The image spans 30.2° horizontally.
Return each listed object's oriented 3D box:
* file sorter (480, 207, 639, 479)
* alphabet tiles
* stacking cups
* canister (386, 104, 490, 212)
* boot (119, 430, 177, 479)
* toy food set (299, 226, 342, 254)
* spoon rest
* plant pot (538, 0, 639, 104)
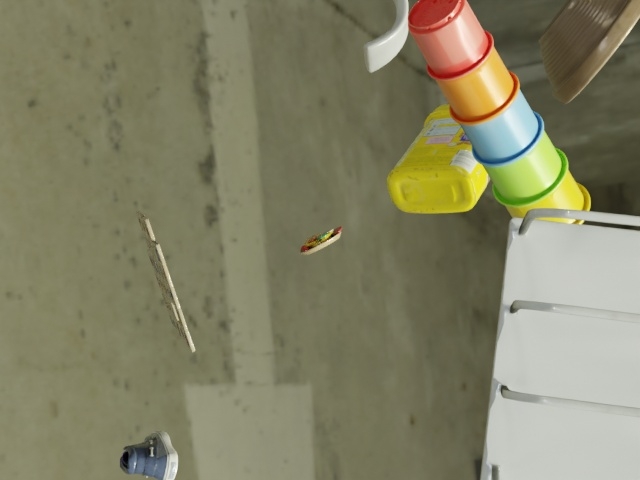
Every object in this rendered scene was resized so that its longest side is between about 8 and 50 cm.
[{"bbox_3d":[0.223,0.124,0.875,0.173,0.192,0.278,31,66,-82],"label":"file sorter"},{"bbox_3d":[-0.276,0.066,2.085,0.198,0.009,0.237,-153,-135,-72],"label":"alphabet tiles"},{"bbox_3d":[0.184,-0.124,1.261,0.316,0.096,0.096,49,36,-38],"label":"stacking cups"},{"bbox_3d":[0.170,-0.106,1.519,0.170,0.126,0.073,-52,133,-47],"label":"canister"},{"bbox_3d":[-0.305,0.366,2.049,0.190,0.086,0.069,-177,-82,-72],"label":"boot"},{"bbox_3d":[0.000,0.000,2.054,0.020,0.082,0.083,63,28,-5],"label":"toy food set"},{"bbox_3d":[0.040,-0.341,1.483,0.137,0.084,0.276,80,-13,-66],"label":"spoon rest"},{"bbox_3d":[0.459,-0.363,2.078,0.109,0.237,0.237,36,28,0],"label":"plant pot"}]
